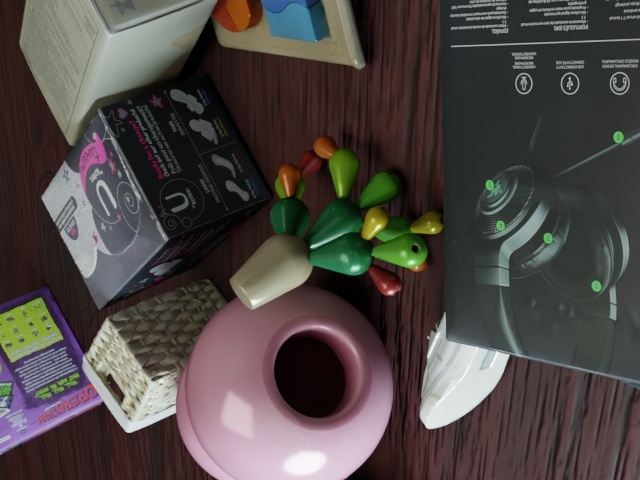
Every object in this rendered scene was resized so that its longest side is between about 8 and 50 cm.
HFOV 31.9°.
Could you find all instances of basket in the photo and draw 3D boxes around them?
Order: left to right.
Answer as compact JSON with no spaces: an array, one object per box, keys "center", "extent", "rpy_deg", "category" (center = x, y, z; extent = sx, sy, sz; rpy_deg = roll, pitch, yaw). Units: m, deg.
[{"center":[-0.179,0.132,1.329],"extent":[0.113,0.167,0.103],"rpy_deg":[52,139,19],"category":"basket"}]

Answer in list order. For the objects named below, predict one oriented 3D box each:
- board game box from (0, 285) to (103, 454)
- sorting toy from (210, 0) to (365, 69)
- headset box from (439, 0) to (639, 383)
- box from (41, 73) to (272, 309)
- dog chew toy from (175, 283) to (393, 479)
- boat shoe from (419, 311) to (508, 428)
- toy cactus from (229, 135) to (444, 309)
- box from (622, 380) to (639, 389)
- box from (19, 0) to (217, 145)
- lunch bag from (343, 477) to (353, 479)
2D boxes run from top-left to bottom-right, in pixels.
[{"center":[-0.521,0.226,1.680],"extent":[0.208,0.347,0.056],"rpy_deg":[58,146,12],"category":"board game box"},{"center":[-0.073,-0.300,0.985],"extent":[0.229,0.041,0.307],"rpy_deg":[21,137,46],"category":"sorting toy"},{"center":[0.204,-0.047,0.675],"extent":[0.246,0.131,0.283],"rpy_deg":[7,103,48],"category":"headset box"},{"center":[-0.194,-0.049,1.255],"extent":[0.163,0.142,0.247],"rpy_deg":[61,145,5],"category":"box"},{"center":[-0.059,0.168,1.172],"extent":[0.206,0.207,0.332],"rpy_deg":[62,154,5],"category":"dog chew toy"},{"center":[0.123,0.095,0.994],"extent":[0.063,0.066,0.184],"rpy_deg":[58,150,35],"category":"boat shoe"},{"center":[0.000,0.000,1.009],"extent":[0.219,0.180,0.112],"rpy_deg":[39,158,41],"category":"toy cactus"},{"center":[0.238,0.030,0.813],"extent":[0.233,0.044,0.159],"rpy_deg":[24,128,44],"category":"box"},{"center":[-0.216,-0.225,1.143],"extent":[0.148,0.121,0.311],"rpy_deg":[64,157,3],"category":"box"},{"center":[0.002,0.389,1.238],"extent":[0.303,0.115,0.243],"rpy_deg":[20,109,57],"category":"lunch bag"}]
